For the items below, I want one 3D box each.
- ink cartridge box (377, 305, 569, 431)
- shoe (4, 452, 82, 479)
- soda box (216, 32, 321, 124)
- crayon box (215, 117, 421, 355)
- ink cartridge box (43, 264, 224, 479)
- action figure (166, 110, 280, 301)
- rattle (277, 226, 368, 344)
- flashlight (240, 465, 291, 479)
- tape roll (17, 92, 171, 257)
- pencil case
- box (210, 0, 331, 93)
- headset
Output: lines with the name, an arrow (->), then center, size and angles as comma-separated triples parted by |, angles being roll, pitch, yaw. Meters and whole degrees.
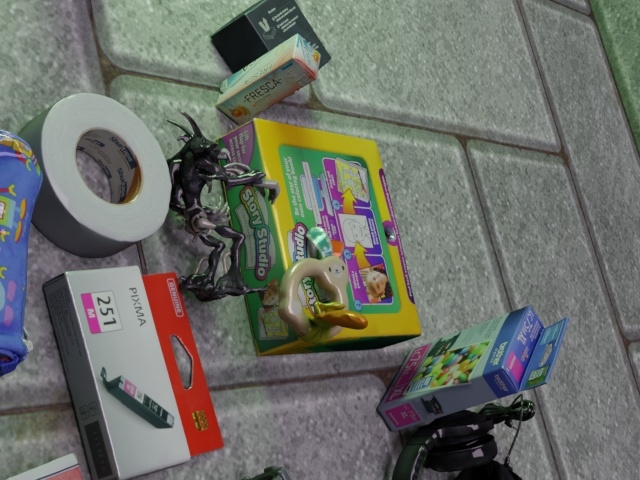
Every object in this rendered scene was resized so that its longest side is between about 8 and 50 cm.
ink cartridge box -> 0.257, 0.209, 1.794 | 0.065, 0.311, 0.186 | 56, 37, -15
shoe -> -0.335, 0.309, 1.220 | 0.178, 0.063, 0.081 | -14, 77, -57
soda box -> -0.086, -0.261, 1.738 | 0.058, 0.183, 0.063 | 38, 43, -32
crayon box -> 0.000, 0.000, 1.765 | 0.313, 0.106, 0.362 | 3, 69, -48
ink cartridge box -> -0.230, 0.169, 1.432 | 0.239, 0.060, 0.275 | -5, 75, -51
action figure -> -0.153, -0.051, 1.571 | 0.141, 0.164, 0.275 | -5, 84, -41
rattle -> 0.026, 0.049, 1.582 | 0.130, 0.143, 0.199 | 35, 54, -7
flashlight -> -0.027, 0.467, 1.482 | 0.304, 0.103, 0.103 | 61, 34, -4
tape roll -> -0.310, -0.089, 1.463 | 0.219, 0.072, 0.219 | 27, 51, -39
pencil case -> -0.399, 0.019, 1.252 | 0.133, 0.119, 0.306 | 8, 62, -22
box -> -0.084, -0.336, 1.857 | 0.158, 0.093, 0.156 | 57, 38, -14
headset -> 0.251, 0.401, 1.866 | 0.394, 0.185, 0.243 | -37, 105, -37
